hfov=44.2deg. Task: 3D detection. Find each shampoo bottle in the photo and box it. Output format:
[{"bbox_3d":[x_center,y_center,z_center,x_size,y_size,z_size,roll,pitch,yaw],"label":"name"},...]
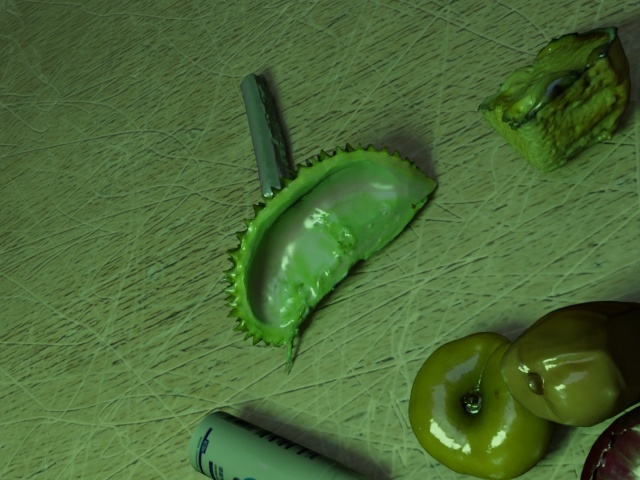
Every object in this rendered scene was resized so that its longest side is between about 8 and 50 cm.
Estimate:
[{"bbox_3d":[-0.034,0.311,1.018,0.303,0.092,0.092,15,75,35],"label":"shampoo bottle"}]

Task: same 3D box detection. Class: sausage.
[{"bbox_3d":[0.285,0.125,0.832,0.136,0.241,0.120,-23,78,36],"label":"sausage"}]

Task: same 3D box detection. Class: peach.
[{"bbox_3d":[0.194,0.193,0.932,0.179,0.103,0.179,-14,58,23],"label":"peach"}]

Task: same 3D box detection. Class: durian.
[{"bbox_3d":[-0.009,-0.002,1.122,0.169,0.157,0.355,40,90,21],"label":"durian"}]

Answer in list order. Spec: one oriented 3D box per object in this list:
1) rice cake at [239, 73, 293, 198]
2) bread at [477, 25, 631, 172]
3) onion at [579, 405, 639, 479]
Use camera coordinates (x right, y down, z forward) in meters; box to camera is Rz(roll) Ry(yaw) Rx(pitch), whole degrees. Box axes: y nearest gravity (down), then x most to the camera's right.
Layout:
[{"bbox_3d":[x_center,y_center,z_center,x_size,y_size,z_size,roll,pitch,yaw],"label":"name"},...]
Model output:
[{"bbox_3d":[-0.093,-0.175,1.319,0.055,0.049,0.269,-33,54,30],"label":"rice cake"},{"bbox_3d":[0.317,-0.171,1.019,0.174,0.133,0.251,-39,9,5],"label":"bread"},{"bbox_3d":[0.375,0.265,0.754,0.248,0.161,0.248,-22,53,32],"label":"onion"}]
